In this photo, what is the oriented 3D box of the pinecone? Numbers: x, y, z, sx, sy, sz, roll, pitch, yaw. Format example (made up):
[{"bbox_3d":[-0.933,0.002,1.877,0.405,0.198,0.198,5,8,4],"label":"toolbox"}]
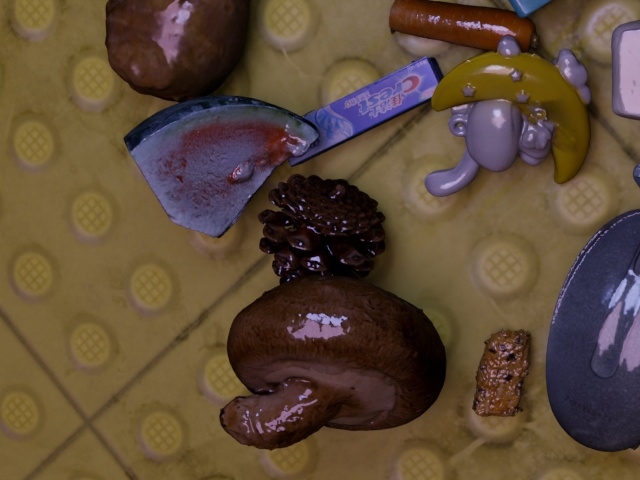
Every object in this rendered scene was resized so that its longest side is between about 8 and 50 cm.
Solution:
[{"bbox_3d":[0.000,0.000,1.988,0.208,0.208,0.207,3,98,19],"label":"pinecone"}]

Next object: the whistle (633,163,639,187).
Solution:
[{"bbox_3d":[0.599,-0.061,1.783,0.348,0.189,0.189,1,98,31],"label":"whistle"}]

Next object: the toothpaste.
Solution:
[{"bbox_3d":[0.062,-0.198,2.007,0.272,0.053,0.066,-24,89,20],"label":"toothpaste"}]

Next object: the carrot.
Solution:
[{"bbox_3d":[0.214,-0.317,1.930,0.225,0.067,0.067,12,101,19],"label":"carrot"}]

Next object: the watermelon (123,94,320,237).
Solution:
[{"bbox_3d":[-0.175,-0.110,1.958,0.320,0.290,0.213,-7,88,28],"label":"watermelon"}]

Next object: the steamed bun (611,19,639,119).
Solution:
[{"bbox_3d":[0.522,-0.233,1.782,0.242,0.164,0.146,1,100,18],"label":"steamed bun"}]

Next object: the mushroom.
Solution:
[{"bbox_3d":[0.025,0.171,1.933,0.345,0.345,0.239,-13,82,20],"label":"mushroom"}]

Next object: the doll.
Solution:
[{"bbox_3d":[0.274,-0.175,1.901,0.237,0.111,0.252,2,121,4],"label":"doll"}]

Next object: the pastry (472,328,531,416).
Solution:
[{"bbox_3d":[0.276,0.203,1.987,0.080,0.056,0.140,6,97,7],"label":"pastry"}]

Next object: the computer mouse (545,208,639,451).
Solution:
[{"bbox_3d":[0.439,0.135,1.876,0.203,0.114,0.373,21,104,28],"label":"computer mouse"}]

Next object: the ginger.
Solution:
[{"bbox_3d":[-0.204,-0.332,2.003,0.269,0.200,0.223,-28,86,21],"label":"ginger"}]

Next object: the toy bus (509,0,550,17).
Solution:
[{"bbox_3d":[0.260,-0.451,1.827,0.128,0.147,0.256,-32,105,17],"label":"toy bus"}]
